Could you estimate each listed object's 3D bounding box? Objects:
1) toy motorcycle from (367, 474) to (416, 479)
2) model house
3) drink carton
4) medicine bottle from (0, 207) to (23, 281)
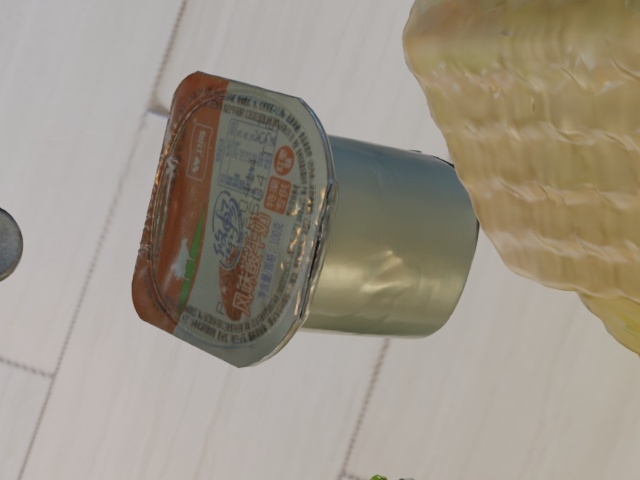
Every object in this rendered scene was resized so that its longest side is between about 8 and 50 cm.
[{"bbox_3d":[0.092,0.349,1.319,0.191,0.200,0.326,-36,63,16],"label":"toy motorcycle"},{"bbox_3d":[0.148,-0.029,0.441,0.234,0.193,0.175,30,78,-30],"label":"model house"},{"bbox_3d":[0.000,0.000,1.061,0.189,0.191,0.185,13,93,-43],"label":"drink carton"},{"bbox_3d":[-0.363,0.013,1.484,0.083,0.203,0.083,3,84,-28],"label":"medicine bottle"}]
